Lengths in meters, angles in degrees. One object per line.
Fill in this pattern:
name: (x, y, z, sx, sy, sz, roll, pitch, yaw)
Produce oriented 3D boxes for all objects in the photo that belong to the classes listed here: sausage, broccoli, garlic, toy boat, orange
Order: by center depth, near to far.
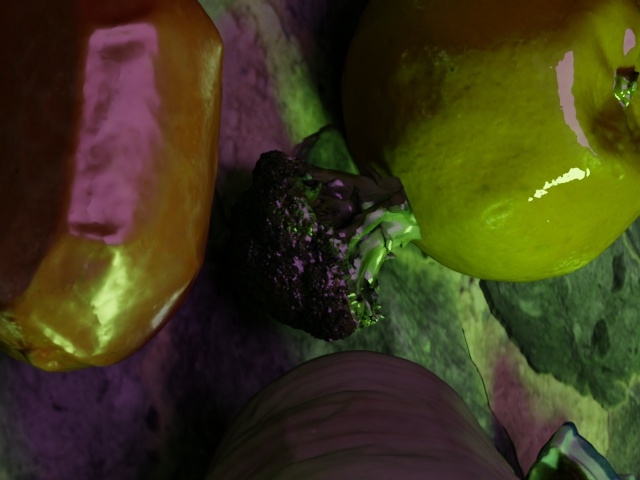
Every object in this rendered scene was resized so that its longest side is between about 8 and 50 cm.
sausage: (-0.143, -0.050, 1.027, 0.141, 0.153, 0.268, 24, 67, -53)
garlic: (0.023, 0.244, 1.085, 0.317, 0.259, 0.318, -6, 90, -86)
broccoli: (0.000, 0.000, 1.205, 0.162, 0.137, 0.146, -63, 133, -87)
orange: (0.151, -0.105, 1.304, 0.279, 0.235, 0.279, 19, 62, -40)
toy boat: (0.235, 0.280, 1.421, 0.115, 0.114, 0.262, -3, 86, -53)
